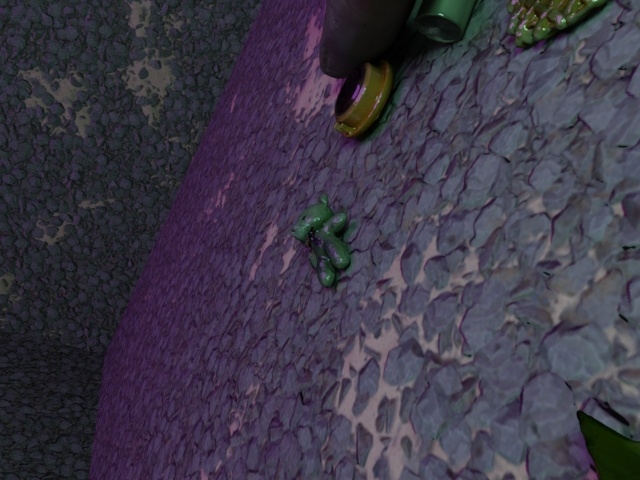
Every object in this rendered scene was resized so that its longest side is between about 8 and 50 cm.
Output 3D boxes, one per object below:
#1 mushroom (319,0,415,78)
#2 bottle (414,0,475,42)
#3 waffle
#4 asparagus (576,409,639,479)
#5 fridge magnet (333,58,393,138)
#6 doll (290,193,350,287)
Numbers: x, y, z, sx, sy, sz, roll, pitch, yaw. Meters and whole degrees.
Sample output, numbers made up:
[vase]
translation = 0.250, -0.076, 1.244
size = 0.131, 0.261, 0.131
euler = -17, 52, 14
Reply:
[mushroom]
translation = 0.077, -0.370, 0.817
size = 0.154, 0.137, 0.407
euler = -49, 7, -3
[bottle]
translation = 0.199, -0.386, 0.739
size = 0.072, 0.072, 0.202
euler = 13, 82, 66
[waffle]
translation = 0.270, -0.304, 0.569
size = 0.169, 0.036, 0.184
euler = -22, 50, 60
[asparagus]
translation = 0.216, 0.172, 0.231
size = 0.287, 0.080, 0.080
euler = 23, 90, 65
[fridge magnet]
translation = 0.071, -0.240, 0.891
size = 0.143, 0.063, 0.143
euler = -50, 28, 39
[doll]
translation = 0.000, 0.000, 0.832
size = 0.115, 0.077, 0.150
euler = -65, 33, 33
